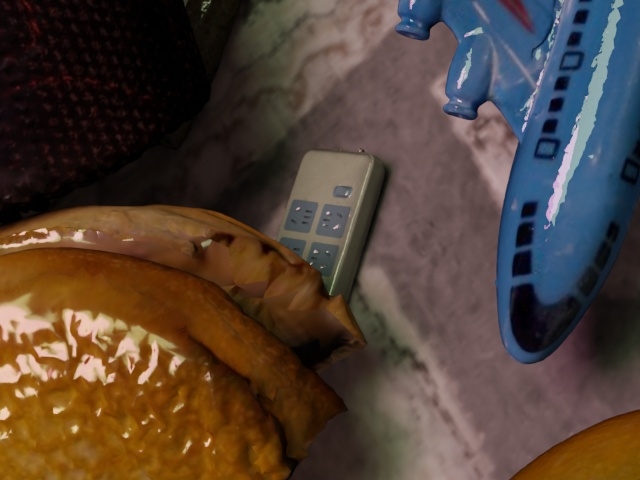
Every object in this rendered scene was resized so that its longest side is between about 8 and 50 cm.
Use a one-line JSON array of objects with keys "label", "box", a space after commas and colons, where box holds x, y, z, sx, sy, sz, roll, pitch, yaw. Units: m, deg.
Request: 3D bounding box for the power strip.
[{"label": "power strip", "box": [0.000, 0.000, 0.836, 0.040, 0.016, 0.090, 9, 76, 35]}]

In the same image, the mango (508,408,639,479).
[{"label": "mango", "box": [0.097, 0.140, 0.660, 0.253, 0.113, 0.138, -32, 60, 26]}]

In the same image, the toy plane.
[{"label": "toy plane", "box": [0.115, -0.085, 0.727, 0.254, 0.105, 0.271, 17, 97, 0]}]

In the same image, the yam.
[{"label": "yam", "box": [-0.054, -0.106, 0.907, 0.129, 0.027, 0.033, -67, 22, -5]}]

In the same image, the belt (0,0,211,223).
[{"label": "belt", "box": [-0.175, -0.075, 0.865, 0.184, 0.164, 0.289, -34, 22, -30]}]

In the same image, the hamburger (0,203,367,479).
[{"label": "hamburger", "box": [-0.124, 0.072, 0.790, 0.283, 0.144, 0.156, -33, 94, 13]}]
